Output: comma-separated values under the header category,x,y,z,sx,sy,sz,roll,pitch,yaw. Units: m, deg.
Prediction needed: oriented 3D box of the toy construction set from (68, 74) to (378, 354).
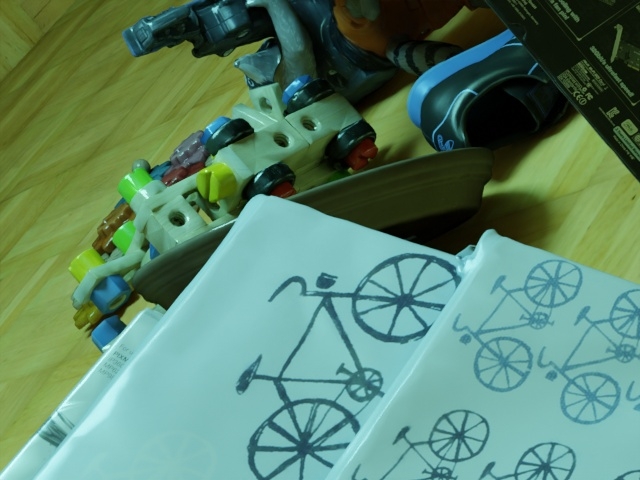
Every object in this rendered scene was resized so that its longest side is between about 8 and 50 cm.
category,x,y,z,sx,sy,sz,roll,pitch,yaw
toy construction set,-0.068,-0.035,1.720,0.327,0.151,0.215,-48,-8,-43

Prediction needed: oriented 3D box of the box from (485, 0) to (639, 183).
category,x,y,z,sx,sy,sz,roll,pitch,yaw
box,0.210,-0.210,1.223,0.242,0.307,0.076,-37,22,19

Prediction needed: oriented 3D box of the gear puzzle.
category,x,y,z,sx,sy,sz,roll,pitch,yaw
gear puzzle,-0.200,-0.010,2.085,0.175,0.044,0.339,-32,20,29

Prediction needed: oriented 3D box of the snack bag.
category,x,y,z,sx,sy,sz,roll,pitch,yaw
snack bag,0.017,0.113,1.030,0.343,0.037,0.323,19,57,31

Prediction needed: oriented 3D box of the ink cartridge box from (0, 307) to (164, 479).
category,x,y,z,sx,sy,sz,roll,pitch,yaw
ink cartridge box,-0.125,0.171,1.158,0.218,0.092,0.158,-52,-22,-27

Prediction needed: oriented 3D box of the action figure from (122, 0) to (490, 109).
category,x,y,z,sx,sy,sz,roll,pitch,yaw
action figure,0.004,-0.182,1.848,0.341,0.178,0.330,-21,0,-30

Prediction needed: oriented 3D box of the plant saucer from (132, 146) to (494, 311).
category,x,y,z,sx,sy,sz,roll,pitch,yaw
plant saucer,0.000,0.000,1.434,0.278,0.041,0.278,-20,-7,-3

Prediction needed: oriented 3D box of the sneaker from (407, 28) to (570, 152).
category,x,y,z,sx,sy,sz,roll,pitch,yaw
sneaker,0.180,-0.139,1.534,0.232,0.081,0.090,-37,38,-2
